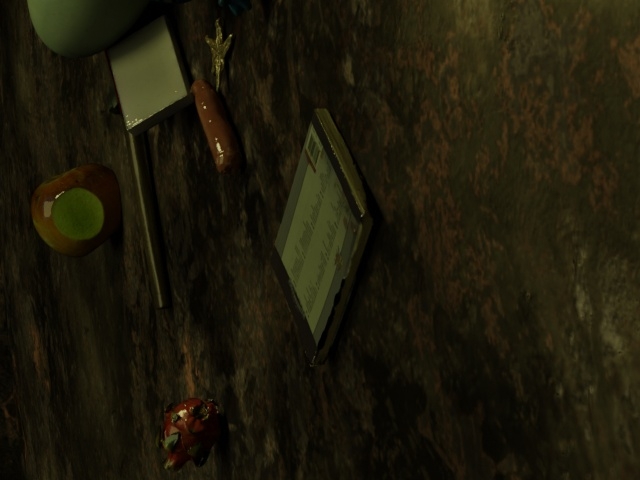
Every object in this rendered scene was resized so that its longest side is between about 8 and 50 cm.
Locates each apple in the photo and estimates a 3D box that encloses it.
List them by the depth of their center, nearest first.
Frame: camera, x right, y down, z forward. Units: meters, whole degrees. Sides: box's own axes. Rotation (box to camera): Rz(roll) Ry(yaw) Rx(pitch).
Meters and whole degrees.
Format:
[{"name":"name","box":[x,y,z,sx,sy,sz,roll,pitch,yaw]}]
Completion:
[{"name":"apple","box":[-0.417,-0.051,2.160,0.147,0.163,0.146,65,174,-12]}]

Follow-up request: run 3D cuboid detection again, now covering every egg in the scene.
[{"name":"egg","box":[-0.315,-0.376,1.719,0.264,0.183,0.183,-65,34,21]}]

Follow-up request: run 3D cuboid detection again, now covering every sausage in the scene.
[{"name":"sausage","box":[-0.133,-0.147,1.556,0.042,0.036,0.158,-40,51,22]}]

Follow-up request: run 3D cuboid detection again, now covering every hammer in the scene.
[{"name":"hammer","box":[-0.275,-0.073,1.916,0.111,0.043,0.365,156,105,-66]}]

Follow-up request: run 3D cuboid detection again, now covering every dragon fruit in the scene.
[{"name":"dragon fruit","box":[-0.181,0.270,1.714,0.081,0.086,0.116,-89,12,-72]}]

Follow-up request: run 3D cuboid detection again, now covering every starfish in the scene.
[{"name":"starfish","box":[-0.125,-0.231,1.543,0.086,0.016,0.092,-177,87,-69]}]

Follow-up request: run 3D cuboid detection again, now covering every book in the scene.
[{"name":"book","box":[0.001,0.000,1.296,0.231,0.026,0.157,108,150,-43]}]

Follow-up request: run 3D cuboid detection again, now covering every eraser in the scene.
[{"name":"eraser","box":[-0.234,-0.229,1.712,0.023,0.104,0.150,37,-150,-55]}]

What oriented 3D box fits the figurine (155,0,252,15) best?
[{"name":"figurine","box":[-0.176,-0.418,1.362,0.243,0.298,0.416,-70,1,-46]}]

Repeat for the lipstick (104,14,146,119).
[{"name":"lipstick","box":[-0.280,-0.277,1.821,0.080,0.080,0.241,112,144,-49]}]
